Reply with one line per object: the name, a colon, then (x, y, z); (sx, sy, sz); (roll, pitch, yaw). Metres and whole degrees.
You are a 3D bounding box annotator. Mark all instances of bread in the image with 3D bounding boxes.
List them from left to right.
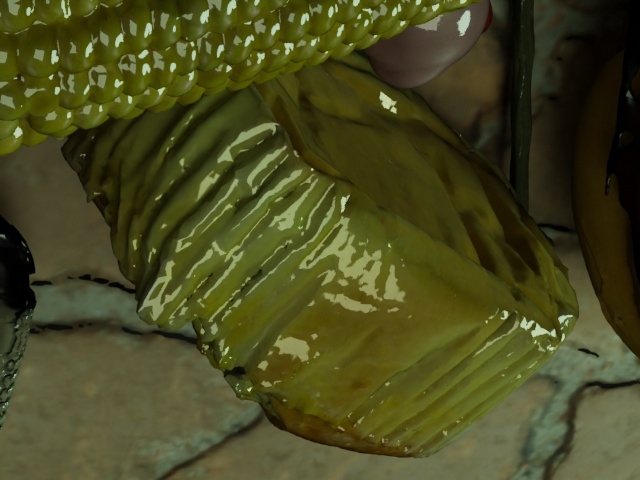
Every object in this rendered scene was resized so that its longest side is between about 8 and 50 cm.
bread: (0.000, 0.000, 0.892); (0.133, 0.179, 0.250); (-40, 134, 23)

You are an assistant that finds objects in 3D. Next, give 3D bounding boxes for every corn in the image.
corn: (-0.054, -0.116, 0.741); (0.347, 0.130, 0.130); (-15, 133, -22)

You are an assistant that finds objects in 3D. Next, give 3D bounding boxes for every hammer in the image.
hammer: (0.102, -0.094, 0.947); (0.029, 0.058, 0.292); (-15, 128, -17)

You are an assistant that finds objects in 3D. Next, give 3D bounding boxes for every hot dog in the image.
hot dog: (0.211, -0.049, 0.990); (0.194, 0.107, 0.326); (-15, 123, -23)

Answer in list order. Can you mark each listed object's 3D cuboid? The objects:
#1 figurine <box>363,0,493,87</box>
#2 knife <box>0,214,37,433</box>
figurine: (0.046, -0.115, 0.888); (0.071, 0.067, 0.083); (-29, 120, -25)
knife: (-0.210, 0.109, 0.993); (0.089, 0.043, 0.365); (21, 127, 4)
